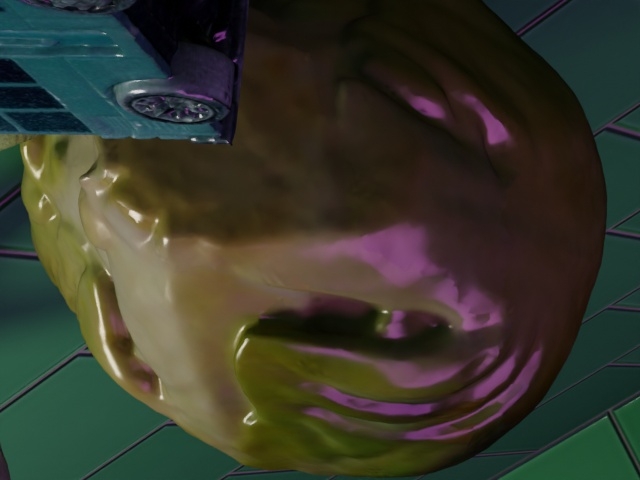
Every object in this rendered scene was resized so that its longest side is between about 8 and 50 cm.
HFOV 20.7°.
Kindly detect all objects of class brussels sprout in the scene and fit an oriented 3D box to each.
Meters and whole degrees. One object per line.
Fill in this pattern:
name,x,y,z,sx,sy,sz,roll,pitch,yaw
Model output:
brussels sprout,0.000,0.000,0.941,0.344,0.268,0.344,-15,159,-6

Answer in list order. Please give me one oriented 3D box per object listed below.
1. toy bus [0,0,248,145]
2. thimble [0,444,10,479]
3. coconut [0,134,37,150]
toy bus,-0.114,-0.127,0.645,0.147,0.128,0.256,1,166,13
thimble,-0.289,0.151,1.058,0.157,0.217,0.245,-15,145,-29
coconut,-0.156,-0.082,0.819,0.088,0.088,0.096,-21,155,-11
